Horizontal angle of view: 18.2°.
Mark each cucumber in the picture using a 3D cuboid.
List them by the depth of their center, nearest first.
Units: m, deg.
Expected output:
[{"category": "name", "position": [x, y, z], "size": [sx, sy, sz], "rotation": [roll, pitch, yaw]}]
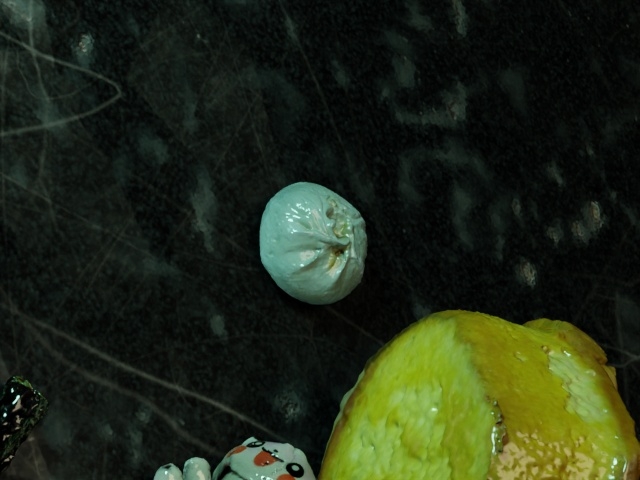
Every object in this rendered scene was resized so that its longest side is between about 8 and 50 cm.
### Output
[{"category": "cucumber", "position": [-0.312, 0.194, 1.859], "size": [0.053, 0.053, 0.181], "rotation": [48, 49, -15]}]

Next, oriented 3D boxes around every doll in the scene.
[{"category": "doll", "position": [-0.076, 0.266, 2.003], "size": [0.192, 0.149, 0.095], "rotation": [-21, 123, -37]}]

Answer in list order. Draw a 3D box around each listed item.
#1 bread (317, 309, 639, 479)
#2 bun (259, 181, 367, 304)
[{"category": "bread", "position": [0.155, 0.255, 2.050], "size": [0.215, 0.398, 0.398], "rotation": [21, 57, -26]}, {"category": "bun", "position": [0.000, 0.000, 2.215], "size": [0.140, 0.083, 0.141], "rotation": [20, 59, -39]}]
